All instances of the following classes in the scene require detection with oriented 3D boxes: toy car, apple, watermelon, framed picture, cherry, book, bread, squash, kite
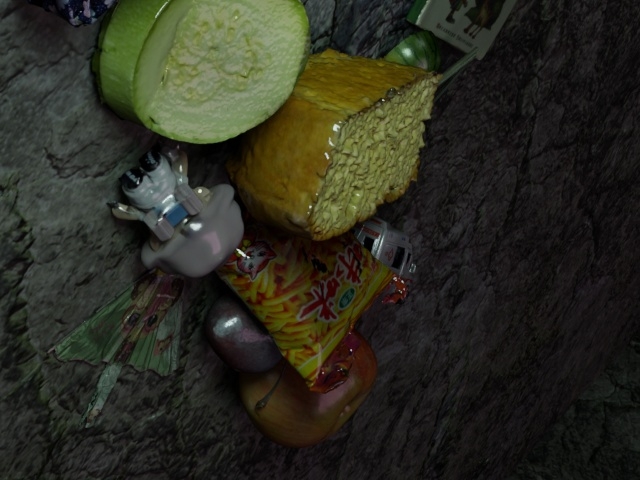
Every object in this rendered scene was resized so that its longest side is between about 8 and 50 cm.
[{"bbox_3d":[0.080,0.023,2.270,0.108,0.089,0.209,-67,158,1],"label":"toy car"},{"bbox_3d":[-0.023,0.201,2.292,0.209,0.164,0.209,-45,164,-16],"label":"apple"},{"bbox_3d":[0.126,-0.236,2.164,0.105,0.062,0.105,-35,163,-13],"label":"watermelon"},{"bbox_3d":[0.144,-0.192,2.238,0.142,0.011,0.183,-40,175,-35],"label":"framed picture"},{"bbox_3d":[-0.106,0.142,2.119,0.188,0.115,0.148,-61,170,17],"label":"cherry"},{"bbox_3d":[0.264,-0.442,2.224,0.371,0.043,0.260,-62,156,8],"label":"book"},{"bbox_3d":[-0.003,-0.128,1.908,0.340,0.179,0.194,-31,142,-57],"label":"bread"},{"bbox_3d":[-0.132,-0.199,1.651,0.220,0.133,0.220,-37,148,-28],"label":"squash"},{"bbox_3d":[-0.230,0.118,1.969,0.268,0.013,0.323,-60,156,3],"label":"kite"}]

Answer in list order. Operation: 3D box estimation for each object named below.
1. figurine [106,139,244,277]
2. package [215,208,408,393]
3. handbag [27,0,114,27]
[{"bbox_3d":[-0.159,-0.025,1.827,0.137,0.112,0.229,-48,145,-11],"label":"figurine"},{"bbox_3d":[-0.026,0.032,2.053,0.223,0.108,0.288,-48,112,-32],"label":"package"},{"bbox_3d":[-0.180,-0.315,1.407,0.208,0.126,0.229,-41,143,-33],"label":"handbag"}]
